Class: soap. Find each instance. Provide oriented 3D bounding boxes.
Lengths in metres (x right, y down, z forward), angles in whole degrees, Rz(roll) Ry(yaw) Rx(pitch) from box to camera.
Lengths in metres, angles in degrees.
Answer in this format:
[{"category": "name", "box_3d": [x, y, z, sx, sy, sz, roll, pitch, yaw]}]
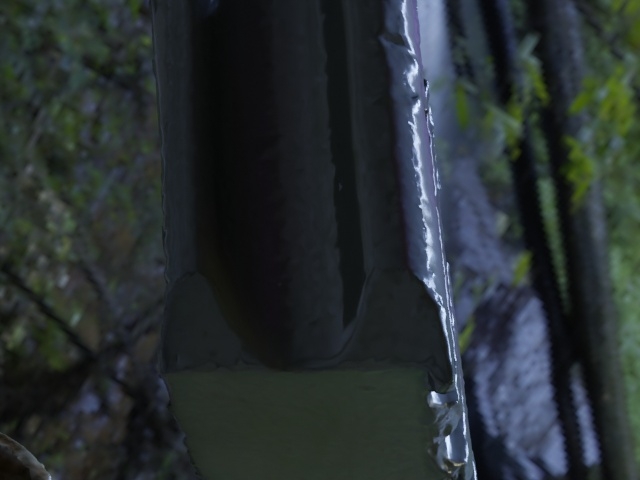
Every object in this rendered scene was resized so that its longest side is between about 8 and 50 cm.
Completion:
[{"category": "soap", "box_3d": [0.000, 0.000, 1.033, 0.159, 0.258, 0.302, -7, 58, 8]}]

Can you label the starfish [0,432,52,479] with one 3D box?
[{"category": "starfish", "box_3d": [-0.112, 0.100, 0.440, 0.210, 0.053, 0.150, -16, 53, -19]}]
